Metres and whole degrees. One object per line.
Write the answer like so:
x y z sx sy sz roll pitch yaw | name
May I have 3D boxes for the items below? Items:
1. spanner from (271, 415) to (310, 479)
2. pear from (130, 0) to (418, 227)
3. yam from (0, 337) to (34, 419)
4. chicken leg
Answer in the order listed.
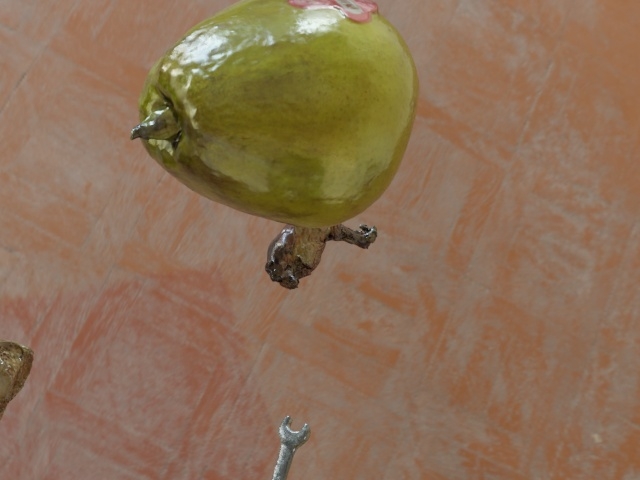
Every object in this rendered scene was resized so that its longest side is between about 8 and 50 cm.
-0.069 0.382 1.416 0.054 0.015 0.255 5 58 21 | spanner
-0.059 -0.153 1.107 0.375 0.287 0.288 -15 79 -39 | pear
-0.475 0.156 1.130 0.238 0.129 0.128 18 69 -12 | yam
0.000 0.000 1.508 0.253 0.051 0.106 -23 95 -45 | chicken leg
